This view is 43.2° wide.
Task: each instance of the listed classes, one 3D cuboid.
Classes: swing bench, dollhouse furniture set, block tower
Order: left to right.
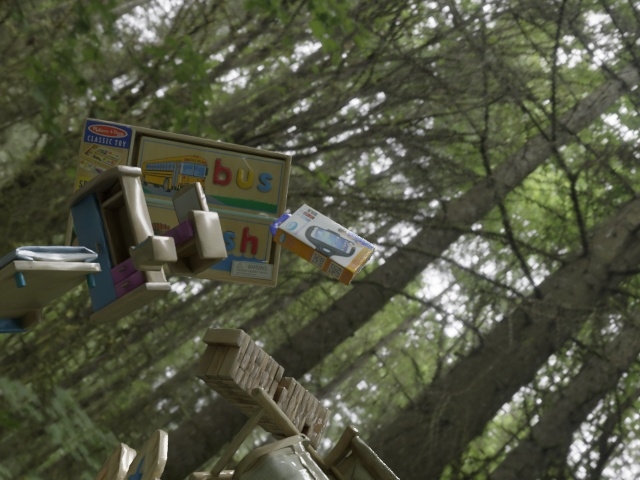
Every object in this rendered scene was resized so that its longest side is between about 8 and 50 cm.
[{"bbox_3d":[-0.347,-0.016,1.081,0.286,0.303,0.198,-28,-108,32],"label":"dollhouse furniture set"},{"bbox_3d":[-0.109,0.294,1.565,0.090,0.097,0.335,-3,-39,36],"label":"block tower"},{"bbox_3d":[0.006,0.363,1.091,0.254,0.165,0.253,34,4,-44],"label":"swing bench"}]

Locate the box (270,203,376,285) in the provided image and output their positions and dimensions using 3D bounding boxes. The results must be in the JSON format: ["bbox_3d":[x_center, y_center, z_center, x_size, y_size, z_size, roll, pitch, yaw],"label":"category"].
[{"bbox_3d":[0.000,0.000,1.100,0.136,0.081,0.028,32,-54,9],"label":"box"}]

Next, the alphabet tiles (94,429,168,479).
[{"bbox_3d":[-0.192,0.294,0.632,0.021,0.278,0.284,31,17,-21],"label":"alphabet tiles"}]

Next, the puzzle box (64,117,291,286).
[{"bbox_3d":[-0.268,-0.069,1.560,0.052,0.408,0.272,155,-58,-73],"label":"puzzle box"}]
